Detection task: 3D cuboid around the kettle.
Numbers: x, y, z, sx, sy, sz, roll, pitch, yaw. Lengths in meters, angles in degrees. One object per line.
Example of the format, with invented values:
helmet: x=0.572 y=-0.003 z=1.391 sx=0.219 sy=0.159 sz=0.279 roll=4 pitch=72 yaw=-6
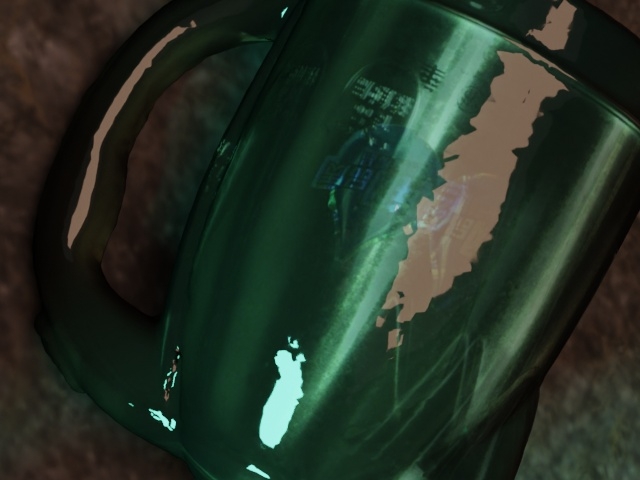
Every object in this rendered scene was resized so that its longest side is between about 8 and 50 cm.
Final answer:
kettle: x=0.000 y=0.000 z=1.118 sx=0.321 sy=0.228 sz=0.324 roll=27 pitch=82 yaw=5
